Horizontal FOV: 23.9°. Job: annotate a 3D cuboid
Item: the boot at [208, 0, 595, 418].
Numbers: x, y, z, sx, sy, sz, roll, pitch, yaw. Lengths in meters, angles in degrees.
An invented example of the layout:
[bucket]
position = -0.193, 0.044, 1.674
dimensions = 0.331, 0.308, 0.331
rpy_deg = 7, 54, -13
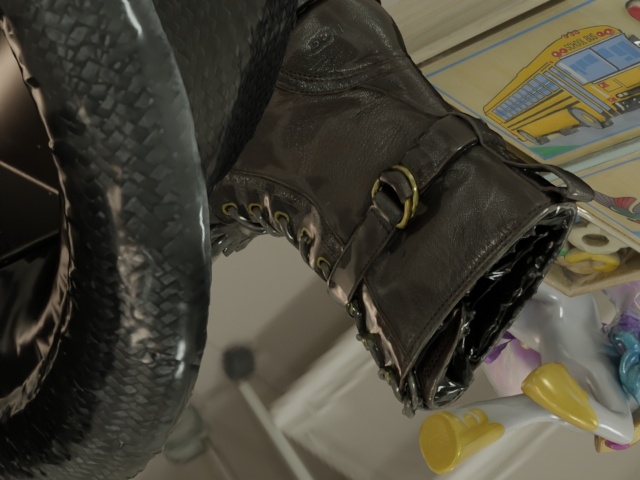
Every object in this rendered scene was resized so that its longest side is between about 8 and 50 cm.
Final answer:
[boot]
position = 0.000, 0.000, 0.787
dimensions = 0.091, 0.229, 0.263
rpy_deg = 3, 134, -44

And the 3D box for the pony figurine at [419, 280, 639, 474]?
[pony figurine]
position = 0.212, 0.079, 1.324
dimensions = 0.364, 0.351, 0.303
rpy_deg = 17, 129, -37

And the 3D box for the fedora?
[fedora]
position = -0.117, -0.067, 0.533
dimensions = 0.152, 0.334, 0.334
rpy_deg = -33, 138, -39

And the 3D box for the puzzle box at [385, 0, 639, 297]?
[puzzle box]
position = 0.199, -0.082, 0.850
dimensions = 0.272, 0.409, 0.052
rpy_deg = 30, 60, -28
